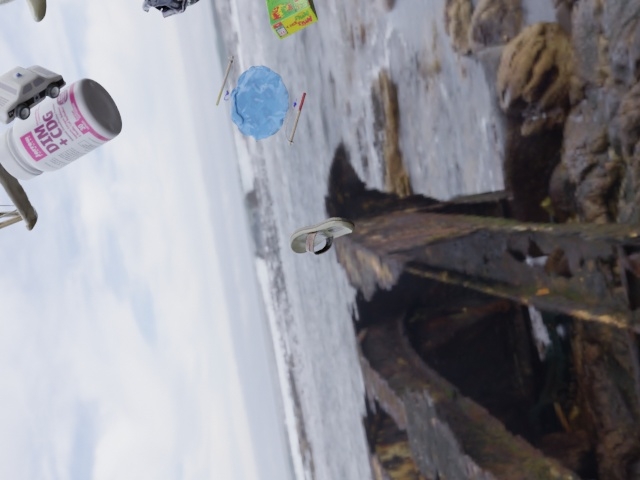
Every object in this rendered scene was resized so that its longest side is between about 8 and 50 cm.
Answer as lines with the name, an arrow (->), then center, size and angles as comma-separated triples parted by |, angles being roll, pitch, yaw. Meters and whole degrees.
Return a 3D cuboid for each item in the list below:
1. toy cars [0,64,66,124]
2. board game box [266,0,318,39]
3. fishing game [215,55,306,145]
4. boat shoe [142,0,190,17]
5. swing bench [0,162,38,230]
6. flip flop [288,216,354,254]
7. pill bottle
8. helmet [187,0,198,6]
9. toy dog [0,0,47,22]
toy cars -> -0.767, -0.326, 1.686 | 0.087, 0.393, 0.176 | 92, 160, -47
board game box -> -0.068, -0.516, 1.622 | 0.043, 0.092, 0.181 | 47, -156, -50
fishing game -> -0.150, -0.344, 1.929 | 0.041, 0.264, 0.189 | -13, -55, -56
boat shoe -> -0.287, -0.589, 1.663 | 0.340, 0.127, 0.158 | 1, 86, 57
swing bench -> -0.977, -0.147, 2.203 | 0.165, 0.254, 0.253 | -95, -10, -53
flip flop -> 0.000, 0.000, 2.388 | 0.277, 0.112, 0.080 | -20, 64, 45
pill bottle -> -0.646, -0.267, 1.883 | 0.160, 0.283, 0.160 | 54, -160, -30
helmet -> -0.366, -0.702, 2.012 | 0.161, 0.169, 0.170 | -100, 3, -66
toy dog -> -0.683, -0.610, 1.554 | 0.408, 0.284, 0.396 | -109, 17, -56
